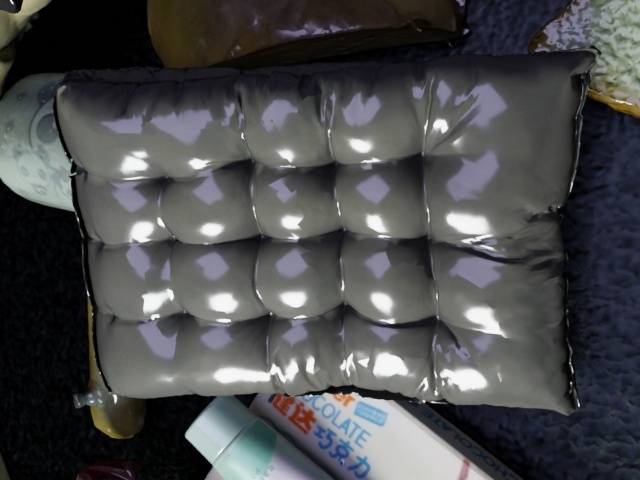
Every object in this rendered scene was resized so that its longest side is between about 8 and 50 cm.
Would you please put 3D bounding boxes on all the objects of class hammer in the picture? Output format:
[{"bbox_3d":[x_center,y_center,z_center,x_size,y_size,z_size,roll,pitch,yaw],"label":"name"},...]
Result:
[{"bbox_3d":[-0.171,0.023,0.649,0.202,0.113,0.305,12,106,24],"label":"hammer"}]

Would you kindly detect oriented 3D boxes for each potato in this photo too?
[{"bbox_3d":[-0.026,-0.191,0.570,0.243,0.098,0.138,-8,89,21],"label":"potato"}]

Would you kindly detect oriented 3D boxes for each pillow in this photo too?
[{"bbox_3d":[0.000,0.000,0.504,0.326,0.101,0.228,-2,107,6],"label":"pillow"}]

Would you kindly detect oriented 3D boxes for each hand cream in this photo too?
[{"bbox_3d":[-0.020,0.183,0.571,0.174,0.047,0.076,42,106,8],"label":"hand cream"}]

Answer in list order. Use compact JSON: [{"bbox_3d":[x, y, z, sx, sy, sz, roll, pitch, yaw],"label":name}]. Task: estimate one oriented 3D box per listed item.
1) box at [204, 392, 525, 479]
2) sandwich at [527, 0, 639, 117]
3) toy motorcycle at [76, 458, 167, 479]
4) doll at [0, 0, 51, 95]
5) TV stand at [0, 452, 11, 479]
[{"bbox_3d":[0.029,0.246,0.599,0.273,0.048,0.265,37,106,18],"label":"box"},{"bbox_3d":[0.251,-0.164,0.472,0.186,0.065,0.215,33,106,17],"label":"sandwich"},{"bbox_3d":[-0.131,0.245,0.595,0.213,0.122,0.082,33,129,9],"label":"toy motorcycle"},{"bbox_3d":[-0.313,-0.195,0.584,0.247,0.247,0.349,16,60,21],"label":"doll"},{"bbox_3d":[-0.334,0.202,0.752,0.042,0.036,0.249,-27,83,23],"label":"TV stand"}]
